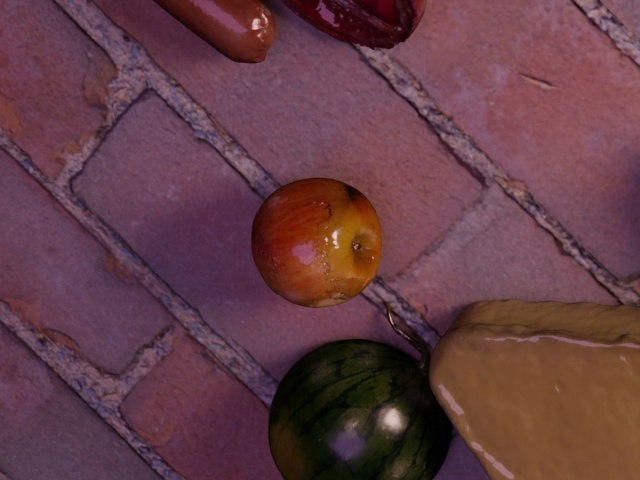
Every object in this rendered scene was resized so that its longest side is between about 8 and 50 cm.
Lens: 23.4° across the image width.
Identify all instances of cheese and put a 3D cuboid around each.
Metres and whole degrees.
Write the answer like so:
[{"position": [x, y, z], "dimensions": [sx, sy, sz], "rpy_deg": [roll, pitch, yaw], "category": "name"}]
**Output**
[{"position": [0.314, 0.238, 1.642], "dimensions": [0.384, 0.104, 0.384], "rpy_deg": [9, 116, 19], "category": "cheese"}]

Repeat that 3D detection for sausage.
[{"position": [-0.127, -0.259, 1.622], "dimensions": [0.194, 0.077, 0.077], "rpy_deg": [38, 121, 3], "category": "sausage"}]

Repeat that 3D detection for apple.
[{"position": [0.000, 0.000, 1.645], "dimensions": [0.146, 0.146, 0.146], "rpy_deg": [9, 116, 19], "category": "apple"}]

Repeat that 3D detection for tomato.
[{"position": [0.036, -0.279, 1.537], "dimensions": [0.173, 0.099, 0.189], "rpy_deg": [38, 162, -14], "category": "tomato"}]

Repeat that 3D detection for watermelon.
[{"position": [0.038, 0.218, 1.738], "dimensions": [0.232, 0.127, 0.204], "rpy_deg": [-36, 92, 26], "category": "watermelon"}]
